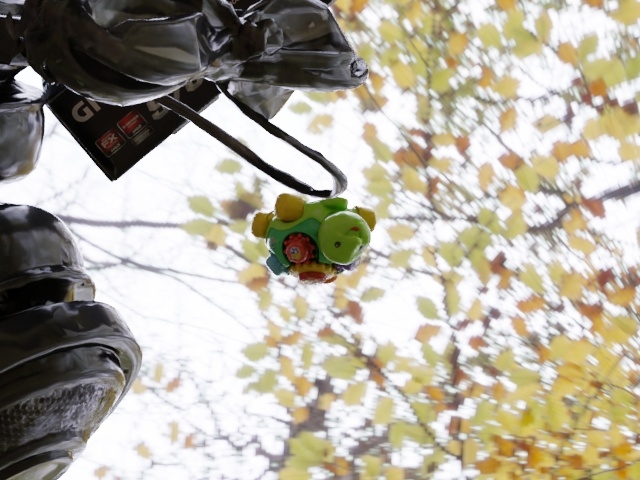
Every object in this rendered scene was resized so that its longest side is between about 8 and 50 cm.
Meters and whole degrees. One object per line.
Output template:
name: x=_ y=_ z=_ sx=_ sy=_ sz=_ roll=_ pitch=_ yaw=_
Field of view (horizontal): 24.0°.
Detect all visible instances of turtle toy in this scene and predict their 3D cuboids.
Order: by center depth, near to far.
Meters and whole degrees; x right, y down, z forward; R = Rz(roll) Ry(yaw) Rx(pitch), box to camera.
turtle toy: x=0.000 y=0.000 z=1.277 sx=0.095 sy=0.130 sz=0.066 roll=10 pitch=-112 yaw=-24

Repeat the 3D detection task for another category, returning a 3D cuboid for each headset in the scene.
headset: x=-0.162 y=-0.010 z=0.539 sx=0.394 sy=0.185 sz=0.243 roll=-16 pitch=-95 yaw=32

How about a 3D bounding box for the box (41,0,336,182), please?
box: x=-0.060 y=-0.121 z=0.759 sx=0.175 sy=0.220 sz=0.051 roll=-39 pitch=-72 yaw=0
